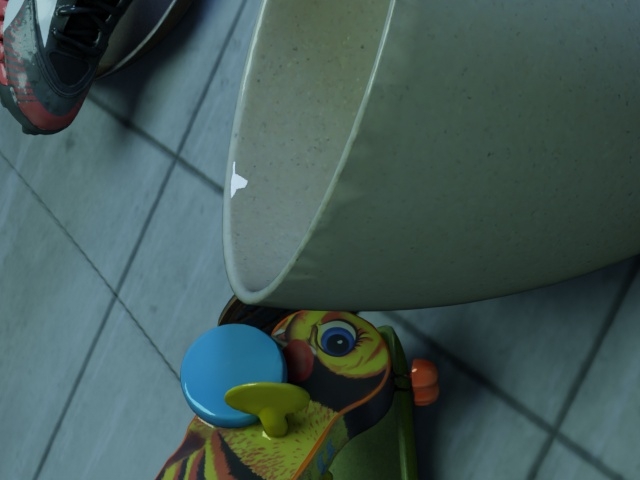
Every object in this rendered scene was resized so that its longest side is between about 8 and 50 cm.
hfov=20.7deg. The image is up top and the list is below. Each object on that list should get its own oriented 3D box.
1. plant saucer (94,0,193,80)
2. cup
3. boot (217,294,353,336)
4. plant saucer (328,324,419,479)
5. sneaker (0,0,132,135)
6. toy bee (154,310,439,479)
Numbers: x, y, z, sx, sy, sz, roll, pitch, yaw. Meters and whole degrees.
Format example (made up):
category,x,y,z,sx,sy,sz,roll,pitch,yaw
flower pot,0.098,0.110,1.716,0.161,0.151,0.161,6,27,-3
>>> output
category,x,y,z,sx,sy,sz,roll,pitch,yaw
plant saucer,-0.182,-0.288,1.616,0.311,0.050,0.310,-16,68,44
cup,0.101,-0.095,1.077,0.331,0.237,0.331,-165,90,-75
boot,0.000,0.000,1.334,0.219,0.082,0.106,-40,30,38
plant saucer,0.008,0.177,1.274,0.188,0.045,0.188,-24,62,41
sneaker,-0.205,-0.225,1.512,0.135,0.098,0.276,6,81,50
toy bee,-0.011,0.104,1.159,0.162,0.195,0.298,15,87,15
